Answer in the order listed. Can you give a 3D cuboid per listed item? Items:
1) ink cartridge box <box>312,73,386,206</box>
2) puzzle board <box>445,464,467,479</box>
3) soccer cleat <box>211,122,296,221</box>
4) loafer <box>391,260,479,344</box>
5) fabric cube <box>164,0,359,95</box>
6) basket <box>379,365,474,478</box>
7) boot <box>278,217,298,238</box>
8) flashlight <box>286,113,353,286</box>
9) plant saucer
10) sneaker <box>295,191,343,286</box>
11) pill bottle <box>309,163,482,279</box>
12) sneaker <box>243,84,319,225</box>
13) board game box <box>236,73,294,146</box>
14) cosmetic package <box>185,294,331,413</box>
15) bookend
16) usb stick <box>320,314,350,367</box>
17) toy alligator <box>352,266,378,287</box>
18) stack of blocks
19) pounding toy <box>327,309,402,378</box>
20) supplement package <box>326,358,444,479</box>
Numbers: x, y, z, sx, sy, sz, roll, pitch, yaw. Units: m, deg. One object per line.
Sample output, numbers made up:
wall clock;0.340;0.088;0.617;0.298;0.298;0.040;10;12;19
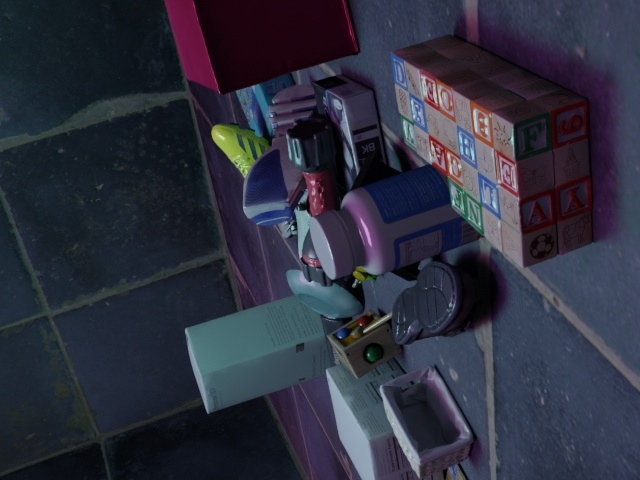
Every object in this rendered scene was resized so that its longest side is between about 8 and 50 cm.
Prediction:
ink cartridge box;0.069;-0.120;1.637;0.165;0.065;0.332;-136;29;-63
puzzle board;0.270;0.480;1.762;0.128;0.011;0.096;88;160;-51
soccer cleat;-0.137;-0.153;2.070;0.289;0.121;0.093;39;156;-27
loafer;0.192;0.099;1.409;0.302;0.095;0.109;129;141;-70
fabric cube;-0.116;-0.413;1.558;0.258;0.259;0.254;-144;38;-66
basket;0.190;0.331;1.656;0.103;0.113;0.167;83;163;-51
boot;-0.074;-0.078;2.283;0.123;0.095;0.258;64;175;7
flashlight;-0.004;-0.064;1.644;0.103;0.103;0.304;-125;20;-54
plant saucer;0.002;0.131;2.064;0.195;0.037;0.195;25;161;9
sneaker;-0.001;0.000;2.016;0.151;0.094;0.255;-161;55;-80
pill bottle;0.103;-0.026;1.253;0.124;0.222;0.124;162;90;-77
sneaker;-0.038;-0.139;1.806;0.182;0.128;0.315;61;-146;-45
board game box;-0.142;-0.376;2.123;0.253;0.079;0.335;107;143;-68
cosmetic package;-0.140;0.281;2.360;0.217;0.385;0.156;87;160;-53
bookend;0.116;-0.038;1.480;0.157;0.156;0.072;-65;8;-9
usb stick;0.055;0.285;2.271;0.077;0.045;0.277;6;126;26
toy alligator;0.098;0.057;1.804;0.051;0.056;0.189;26;154;10
stack of blocks;0.190;-0.115;1.062;0.297;0.087;0.171;-129;23;-57
pounding toy;0.096;0.197;1.866;0.100;0.130;0.141;62;171;-17
supplement package;0.131;0.391;1.894;0.262;0.145;0.203;-125;21;-59
